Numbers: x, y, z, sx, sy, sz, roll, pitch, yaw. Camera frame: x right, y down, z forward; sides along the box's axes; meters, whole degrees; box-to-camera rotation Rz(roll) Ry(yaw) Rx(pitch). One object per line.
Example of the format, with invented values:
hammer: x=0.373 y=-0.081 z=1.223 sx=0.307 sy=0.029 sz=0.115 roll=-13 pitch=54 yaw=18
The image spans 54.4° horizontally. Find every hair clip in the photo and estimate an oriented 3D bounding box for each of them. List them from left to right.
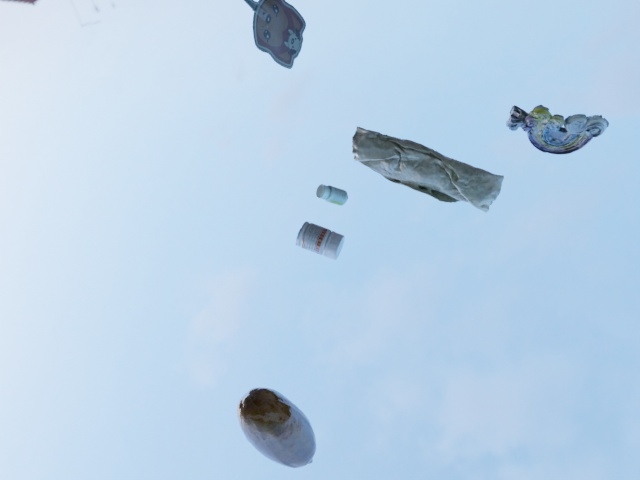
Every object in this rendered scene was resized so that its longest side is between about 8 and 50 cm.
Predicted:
hair clip: x=0.438 y=-0.211 z=1.173 sx=0.172 sy=0.116 sz=0.049 roll=19 pitch=-110 yaw=9

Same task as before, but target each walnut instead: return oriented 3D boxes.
walnut: x=-0.076 y=0.351 z=1.153 sx=0.115 sy=0.207 sz=0.116 roll=-33 pitch=-155 yaw=18

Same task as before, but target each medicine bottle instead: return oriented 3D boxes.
medicine bottle: x=0.000 y=0.000 z=1.289 sx=0.089 sy=0.057 sz=0.057 roll=22 pitch=-128 yaw=9
medicine bottle: x=0.032 y=-0.129 z=1.756 sx=0.047 sy=0.083 sz=0.047 roll=-22 pitch=-119 yaw=49

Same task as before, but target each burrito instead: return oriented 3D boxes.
burrito: x=0.254 y=-0.176 z=1.554 sx=0.391 sy=0.117 sz=0.076 roll=22 pitch=-164 yaw=13

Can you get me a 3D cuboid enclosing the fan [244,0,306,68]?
fan: x=-0.105 y=-0.426 z=1.185 sx=0.009 sy=0.220 sz=0.132 roll=3 pitch=-109 yaw=41
